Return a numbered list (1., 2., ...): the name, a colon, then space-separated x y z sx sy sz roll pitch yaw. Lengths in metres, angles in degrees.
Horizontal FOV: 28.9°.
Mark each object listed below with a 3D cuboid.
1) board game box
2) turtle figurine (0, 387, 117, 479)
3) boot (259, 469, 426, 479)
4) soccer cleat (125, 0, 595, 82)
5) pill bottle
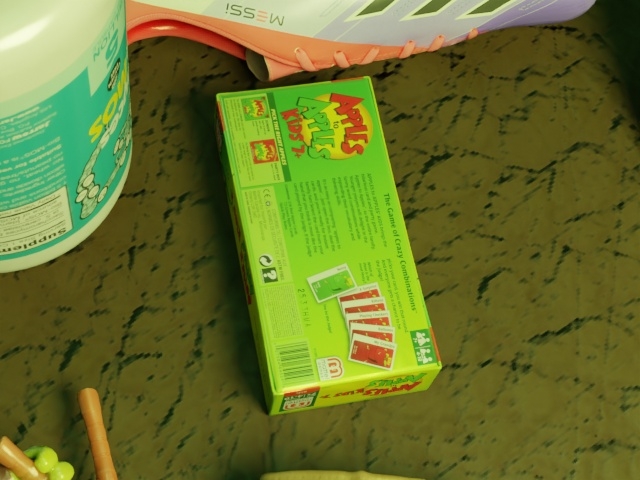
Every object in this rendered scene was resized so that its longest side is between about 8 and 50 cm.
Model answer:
1. board game box: 0.000 0.000 0.700 0.092 0.043 0.181 -8 68 -11
2. turtle figurine: -0.180 0.164 0.538 0.087 0.217 0.270 -1 62 24
3. boot: -0.029 0.241 0.572 0.236 0.089 0.270 12 65 -13
4. soccer cleat: 0.014 -0.145 0.746 0.318 0.108 0.117 5 86 -7
5. pill bottle: -0.164 -0.076 0.593 0.146 0.264 0.146 3 67 -6
